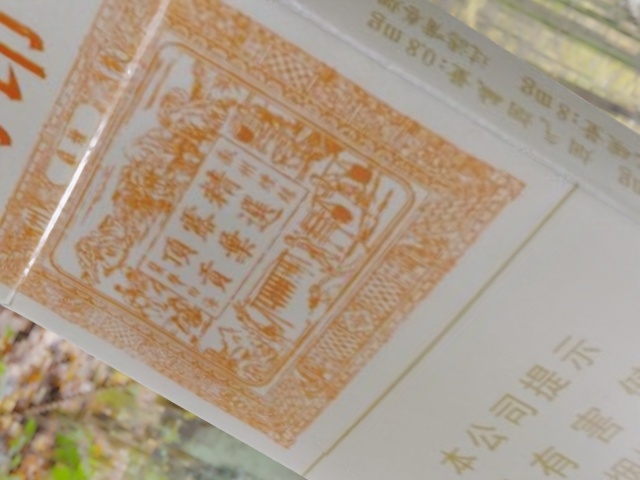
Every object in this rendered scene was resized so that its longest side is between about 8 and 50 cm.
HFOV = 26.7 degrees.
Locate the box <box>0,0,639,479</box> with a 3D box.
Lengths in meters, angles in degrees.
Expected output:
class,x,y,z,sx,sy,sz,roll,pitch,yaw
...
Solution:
class,x,y,z,sx,sy,sz,roll,pitch,yaw
box,-0.001,0.000,0.495,0.204,0.365,0.051,-53,-171,44
